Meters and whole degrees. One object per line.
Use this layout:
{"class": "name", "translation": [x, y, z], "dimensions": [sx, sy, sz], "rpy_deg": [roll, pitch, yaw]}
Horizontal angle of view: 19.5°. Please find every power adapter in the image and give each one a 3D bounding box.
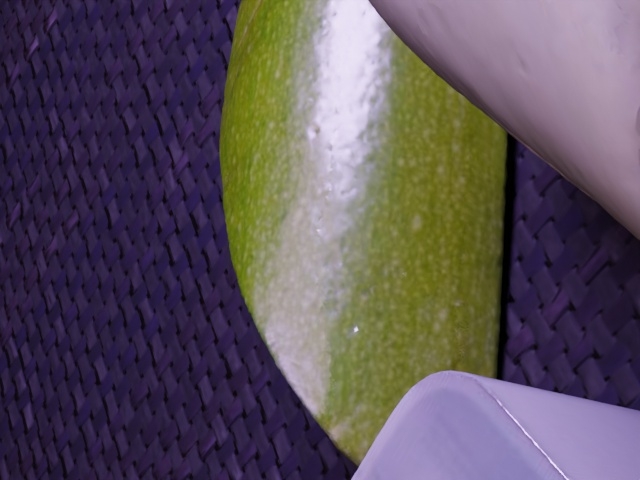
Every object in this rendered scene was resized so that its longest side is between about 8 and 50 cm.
{"class": "power adapter", "translation": [0.106, 0.145, 0.722], "dimensions": [0.124, 0.255, 0.187], "rpy_deg": [-60, 40, 17]}

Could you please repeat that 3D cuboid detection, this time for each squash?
{"class": "squash", "translation": [0.000, 0.000, 1.027], "dimensions": [0.203, 0.111, 0.288], "rpy_deg": [-4, 78, 54]}

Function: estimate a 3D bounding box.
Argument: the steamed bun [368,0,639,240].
{"class": "steamed bun", "translation": [0.177, -0.230, 0.709], "dimensions": [0.371, 0.290, 0.456], "rpy_deg": [47, 116, 50]}
